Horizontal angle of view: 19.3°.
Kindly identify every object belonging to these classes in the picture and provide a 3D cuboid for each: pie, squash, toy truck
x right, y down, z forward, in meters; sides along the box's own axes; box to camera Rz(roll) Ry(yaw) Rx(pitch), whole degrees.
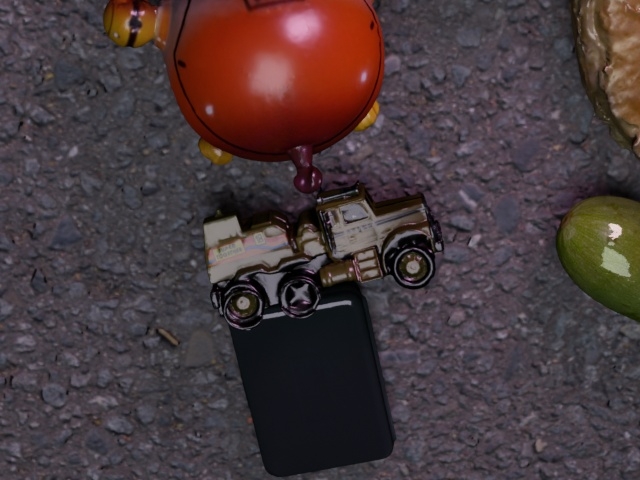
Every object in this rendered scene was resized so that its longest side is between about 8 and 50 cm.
[{"bbox_3d":[0.420,-0.215,1.944,0.339,0.083,0.339,-1,115,-2],"label":"pie"},{"bbox_3d":[0.419,0.061,2.073,0.370,0.118,0.118,27,114,-18],"label":"squash"},{"bbox_3d":[0.003,0.004,2.030,0.257,0.127,0.127,-11,103,3],"label":"toy truck"}]

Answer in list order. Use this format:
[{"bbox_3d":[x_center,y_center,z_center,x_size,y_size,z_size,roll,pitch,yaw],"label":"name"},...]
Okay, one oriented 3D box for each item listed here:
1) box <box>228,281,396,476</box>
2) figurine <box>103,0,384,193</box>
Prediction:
[{"bbox_3d":[-0.008,0.160,2.147,0.160,0.050,0.230,-10,118,4],"label":"box"},{"bbox_3d":[-0.051,-0.220,1.865,0.320,0.196,0.323,-14,111,-6],"label":"figurine"}]
